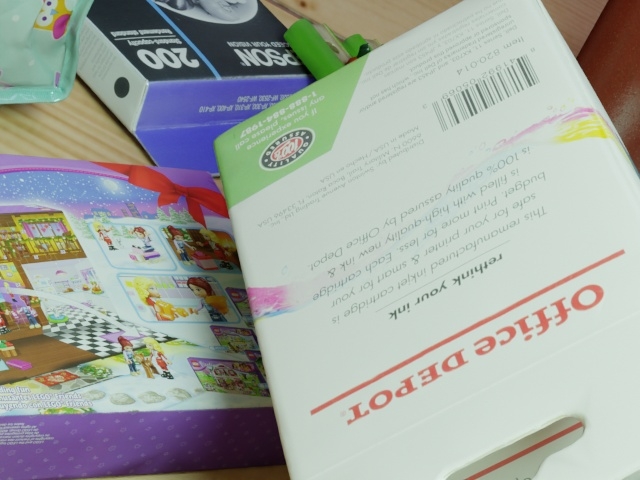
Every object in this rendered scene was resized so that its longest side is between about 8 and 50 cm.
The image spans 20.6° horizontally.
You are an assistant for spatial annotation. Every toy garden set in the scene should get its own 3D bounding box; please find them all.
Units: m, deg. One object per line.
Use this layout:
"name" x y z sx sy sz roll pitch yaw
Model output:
"toy garden set" 0.111 -0.088 1.356 0.244 0.049 0.204 7 40 -53

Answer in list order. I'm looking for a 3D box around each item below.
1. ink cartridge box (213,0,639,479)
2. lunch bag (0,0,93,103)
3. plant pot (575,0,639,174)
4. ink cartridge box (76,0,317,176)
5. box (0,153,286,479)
"ink cartridge box" 0.082 0.040 0.890 0.119 0.207 0.353 54 14 -39
"lunch bag" -0.292 -0.200 1.083 0.262 0.160 0.223 -4 47 -30
"plant pot" 0.357 -0.174 1.540 0.272 0.265 0.272 24 30 -15
"ink cartridge box" -0.090 -0.131 1.280 0.206 0.045 0.208 -10 51 -50
"box" -0.145 0.037 0.960 0.293 0.057 0.201 3 42 -41
